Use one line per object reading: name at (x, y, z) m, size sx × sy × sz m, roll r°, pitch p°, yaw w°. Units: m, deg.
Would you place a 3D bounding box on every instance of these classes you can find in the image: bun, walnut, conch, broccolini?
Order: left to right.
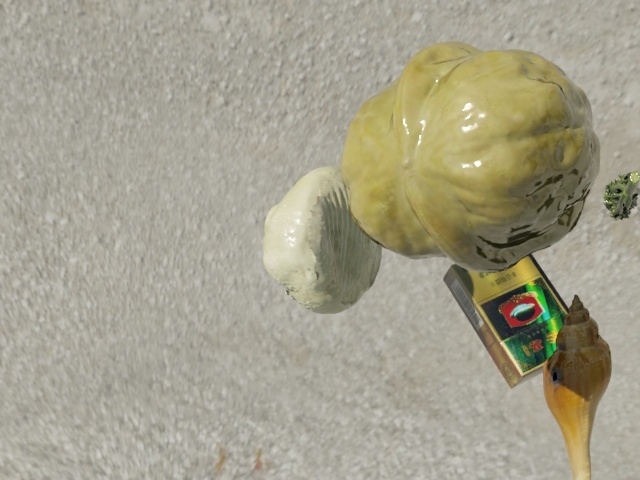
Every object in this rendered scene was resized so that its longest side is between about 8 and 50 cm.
bun at (0.000, 0.000, 1.514) m, size 0.141 × 0.239 × 0.239 m, roll 4°, pitch 65°, yaw 32°
walnut at (0.176, -0.096, 1.103) m, size 0.276 × 0.282 × 0.253 m, roll -12°, pitch 115°, yaw -50°
conch at (0.383, 0.244, 1.460) m, size 0.093 × 0.109 × 0.331 m, roll -4°, pitch 100°, yaw -40°
broccolini at (0.576, -0.086, 1.776) m, size 0.068 × 0.202 × 0.091 m, roll 22°, pitch 87°, yaw 4°

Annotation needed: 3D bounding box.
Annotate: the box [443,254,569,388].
box at (0.349, 0.125, 1.724) m, size 0.159 × 0.071 × 0.240 m, roll -22°, pitch 68°, yaw -23°
